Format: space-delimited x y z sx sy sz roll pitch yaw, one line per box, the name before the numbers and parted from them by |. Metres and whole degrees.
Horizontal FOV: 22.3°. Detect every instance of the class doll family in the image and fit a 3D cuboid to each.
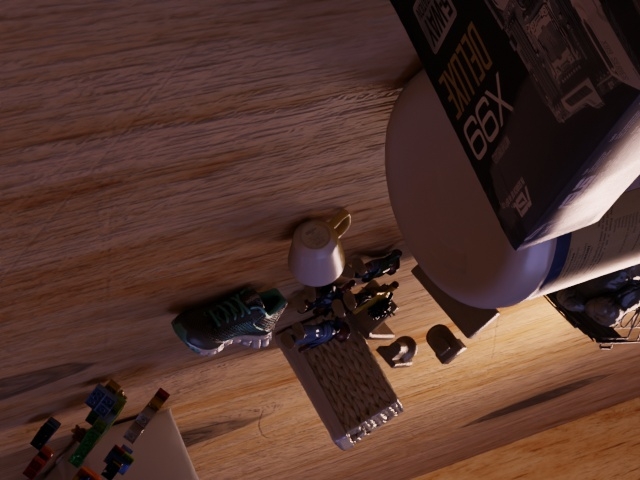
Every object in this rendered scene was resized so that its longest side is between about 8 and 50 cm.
doll family | 0.033 0.078 1.998 0.193 0.076 0.111 -28 169 32

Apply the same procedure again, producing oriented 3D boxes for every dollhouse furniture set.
dollhouse furniture set | 0.140 0.092 2.107 0.151 0.144 0.123 -42 166 11

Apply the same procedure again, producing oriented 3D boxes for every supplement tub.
supplement tub | 0.244 -0.080 1.487 0.316 0.228 0.228 -16 162 -28

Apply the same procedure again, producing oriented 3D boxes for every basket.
basket | 0.028 0.180 2.150 0.103 0.167 0.113 -31 165 0

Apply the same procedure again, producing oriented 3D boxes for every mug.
mug | -0.004 0.001 1.736 0.062 0.078 0.064 8 155 5

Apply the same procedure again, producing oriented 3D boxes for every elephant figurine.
elephant figurine | 0.405 -0.010 2.126 0.186 0.169 0.239 -48 168 -44

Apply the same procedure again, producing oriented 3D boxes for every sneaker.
sneaker | -0.102 0.084 1.860 0.166 0.065 0.076 -7 141 -54

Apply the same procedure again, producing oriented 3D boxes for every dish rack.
dish rack | 0.427 0.068 2.311 0.271 0.208 0.074 0 125 -39

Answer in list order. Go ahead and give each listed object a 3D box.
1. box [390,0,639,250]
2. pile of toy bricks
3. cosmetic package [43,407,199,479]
box | 0.148 -0.160 1.064 0.076 0.242 0.307 -19 164 -17
pile of toy bricks | -0.278 0.237 2.041 0.212 0.118 0.105 -52 -179 28
cosmetic package | -0.234 0.455 2.252 0.156 0.385 0.217 -13 164 -30
